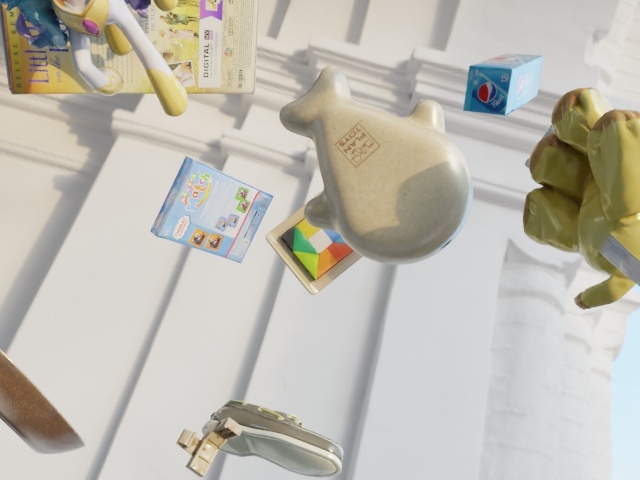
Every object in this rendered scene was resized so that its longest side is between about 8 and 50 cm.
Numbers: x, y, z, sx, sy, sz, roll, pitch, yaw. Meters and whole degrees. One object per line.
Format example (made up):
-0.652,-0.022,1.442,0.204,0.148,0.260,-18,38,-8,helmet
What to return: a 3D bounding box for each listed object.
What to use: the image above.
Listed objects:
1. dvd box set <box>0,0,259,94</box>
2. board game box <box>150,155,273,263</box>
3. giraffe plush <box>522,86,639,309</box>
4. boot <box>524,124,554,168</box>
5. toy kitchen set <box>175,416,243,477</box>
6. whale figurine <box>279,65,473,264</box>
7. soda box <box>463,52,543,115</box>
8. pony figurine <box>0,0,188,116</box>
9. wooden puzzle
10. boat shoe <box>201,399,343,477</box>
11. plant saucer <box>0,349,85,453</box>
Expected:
-0.302,-0.400,0.962,0.421,0.307,0.062,-10,27,-30,dvd box set
-0.208,-0.055,1.141,0.039,0.160,0.212,30,5,42,board game box
0.317,-0.037,0.538,0.171,0.210,0.181,-3,-43,-10,giraffe plush
0.569,-0.133,1.234,0.258,0.095,0.123,37,-68,8,boot
-0.191,0.337,0.966,0.068,0.083,0.075,42,-44,-14,toy kitchen set
0.069,-0.093,0.736,0.272,0.216,0.141,49,8,16,whale figurine
0.300,-0.257,0.934,0.067,0.210,0.071,15,-62,27,soda box
-0.288,-0.369,0.718,0.303,0.350,0.363,-9,-15,6,pony figurine
0.000,0.000,1.625,0.221,0.239,0.044,51,-11,6,wooden puzzle
-0.087,0.377,1.124,0.305,0.091,0.109,4,-55,28,boat shoe
-0.434,0.176,0.751,0.311,0.050,0.310,29,-36,23,plant saucer
